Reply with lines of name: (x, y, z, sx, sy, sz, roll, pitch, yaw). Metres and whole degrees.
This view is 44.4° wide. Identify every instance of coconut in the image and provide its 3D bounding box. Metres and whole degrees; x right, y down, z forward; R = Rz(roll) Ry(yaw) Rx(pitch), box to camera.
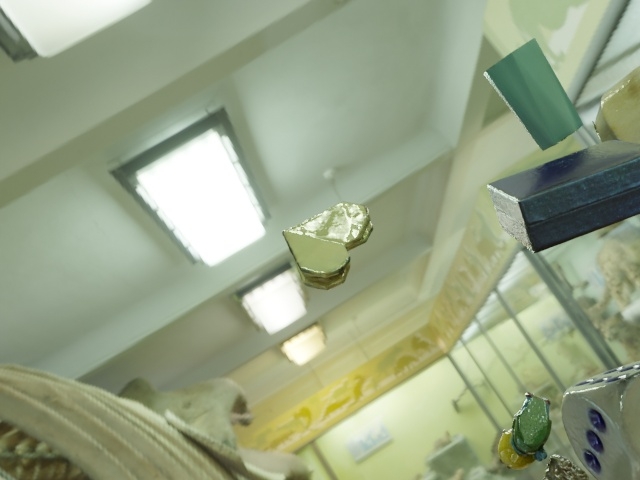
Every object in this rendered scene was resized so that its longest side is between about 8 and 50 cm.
coconut: (0.919, -0.333, 2.114, 0.323, 0.323, 0.323, -30, -16, -9)

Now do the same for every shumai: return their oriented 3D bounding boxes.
shumai: (0.647, 0.698, 2.142, 0.176, 0.166, 0.205, -39, -52, -12)

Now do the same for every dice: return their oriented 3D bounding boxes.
dice: (0.748, 0.431, 1.856, 0.243, 0.251, 0.259, -21, -9, -13)

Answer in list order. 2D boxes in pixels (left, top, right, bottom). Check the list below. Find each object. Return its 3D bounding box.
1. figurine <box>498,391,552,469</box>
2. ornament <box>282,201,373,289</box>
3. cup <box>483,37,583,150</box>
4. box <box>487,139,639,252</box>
figurine: (0.571, 0.538, 2.194, 0.128, 0.185, 0.234, 8, -30, 11)
ornament: (0.000, 0.000, 1.625, 0.201, 0.180, 0.059, -59, -33, -31)
cup: (0.502, -0.334, 1.817, 0.134, 0.235, 0.148, -35, -2, 13)
box: (0.493, -0.096, 1.508, 0.279, 0.116, 0.261, -19, 9, 3)
